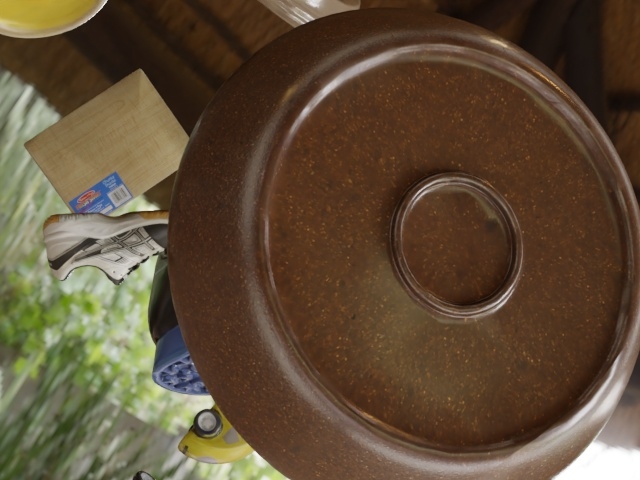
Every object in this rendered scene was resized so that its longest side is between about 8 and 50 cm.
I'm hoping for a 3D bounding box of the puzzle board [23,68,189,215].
[{"bbox_3d":[-0.189,-0.083,1.074,0.096,0.128,0.011,56,-13,-7],"label":"puzzle board"}]

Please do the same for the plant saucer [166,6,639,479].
[{"bbox_3d":[0.038,0.002,0.367,0.168,0.168,0.029,33,-21,-11],"label":"plant saucer"}]

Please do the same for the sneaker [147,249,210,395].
[{"bbox_3d":[0.000,0.000,0.601,0.232,0.090,0.081,-25,-35,26],"label":"sneaker"}]

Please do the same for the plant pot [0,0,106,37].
[{"bbox_3d":[-0.321,-0.358,1.256,0.254,0.254,0.239,59,11,-58],"label":"plant pot"}]

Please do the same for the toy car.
[{"bbox_3d":[-0.123,0.201,0.883,0.053,0.239,0.225,42,12,5],"label":"toy car"}]

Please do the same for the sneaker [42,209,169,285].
[{"bbox_3d":[-0.093,0.003,0.580,0.083,0.037,0.032,-3,2,-7],"label":"sneaker"}]

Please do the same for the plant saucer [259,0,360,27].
[{"bbox_3d":[-0.058,-0.300,1.143,0.278,0.041,0.278,40,21,-18],"label":"plant saucer"}]
